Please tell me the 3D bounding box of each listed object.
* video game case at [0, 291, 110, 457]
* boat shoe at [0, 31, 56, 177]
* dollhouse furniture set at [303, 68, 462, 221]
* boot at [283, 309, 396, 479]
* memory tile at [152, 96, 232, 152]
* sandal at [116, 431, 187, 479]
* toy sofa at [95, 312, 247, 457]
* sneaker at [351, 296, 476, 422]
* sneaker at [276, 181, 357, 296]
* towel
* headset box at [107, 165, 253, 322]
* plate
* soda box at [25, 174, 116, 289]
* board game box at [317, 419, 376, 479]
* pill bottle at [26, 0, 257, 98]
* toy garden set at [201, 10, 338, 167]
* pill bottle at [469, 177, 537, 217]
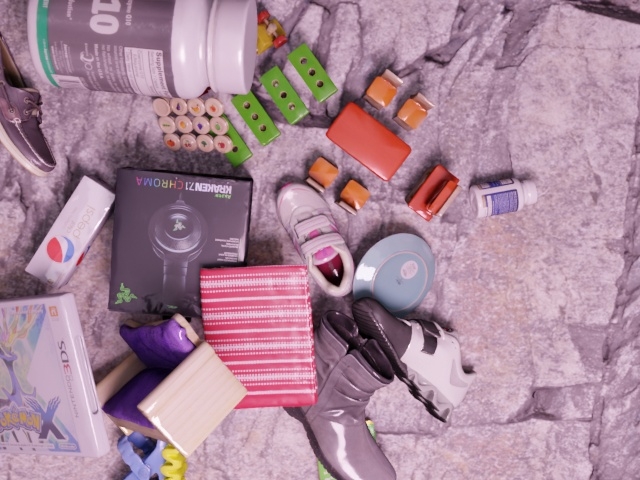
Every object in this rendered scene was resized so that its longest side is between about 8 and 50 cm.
[{"bbox_3d":[-0.550,0.253,1.361,0.329,0.036,0.299,-7,98,29],"label":"video game case"},{"bbox_3d":[-0.563,-0.255,1.353,0.092,0.103,0.285,-29,91,5],"label":"boat shoe"},{"bbox_3d":[0.134,-0.153,1.387,0.259,0.135,0.262,36,93,-7],"label":"dollhouse furniture set"},{"bbox_3d":[0.066,0.312,1.377,0.338,0.118,0.223,47,121,3],"label":"boot"},{"bbox_3d":[-0.239,-0.216,1.372,0.148,0.012,0.113,5,124,21],"label":"memory tile"},{"bbox_3d":[-0.340,0.495,1.447,0.138,0.126,0.317,7,88,-1],"label":"sandal"},{"bbox_3d":[-0.296,0.246,1.283,0.150,0.363,0.177,-45,106,-27],"label":"toy sofa"},{"bbox_3d":[0.189,0.199,1.435,0.146,0.122,0.330,-46,118,-12],"label":"sneaker"},{"bbox_3d":[0.000,0.000,1.408,0.103,0.111,0.252,-32,97,0],"label":"sneaker"},{"bbox_3d":[-0.111,0.179,1.333,0.199,0.031,0.274,-3,101,1],"label":"towel"},{"bbox_3d":[-0.260,0.012,1.384,0.247,0.131,0.282,6,97,-4],"label":"headset box"},{"bbox_3d":[0.150,0.077,1.430,0.188,0.024,0.188,-10,114,-23],"label":"plate"},{"bbox_3d":[-0.468,-0.017,1.400,0.074,0.069,0.216,33,94,-6],"label":"soda box"},{"bbox_3d":[0.061,0.496,1.507,0.124,0.039,0.259,-7,98,-3],"label":"board game box"},{"bbox_3d":[-0.301,-0.357,1.289,0.361,0.204,0.204,5,96,1],"label":"pill bottle"},{"bbox_3d":[-0.120,-0.292,1.399,0.244,0.049,0.203,-35,88,9],"label":"toy garden set"},{"bbox_3d":[0.359,-0.086,1.443,0.120,0.067,0.067,-10,97,-2],"label":"pill bottle"}]
